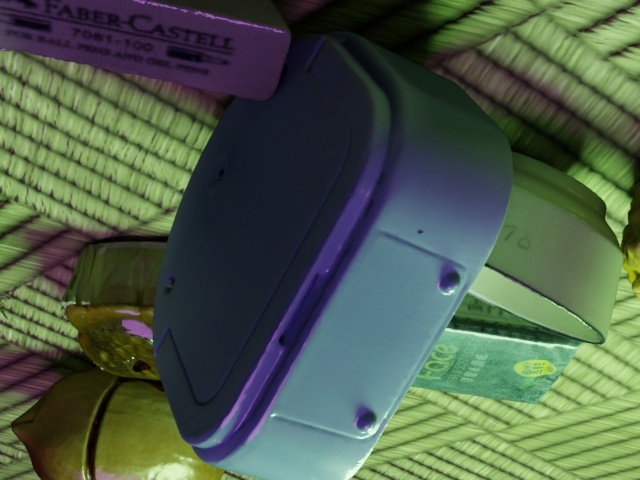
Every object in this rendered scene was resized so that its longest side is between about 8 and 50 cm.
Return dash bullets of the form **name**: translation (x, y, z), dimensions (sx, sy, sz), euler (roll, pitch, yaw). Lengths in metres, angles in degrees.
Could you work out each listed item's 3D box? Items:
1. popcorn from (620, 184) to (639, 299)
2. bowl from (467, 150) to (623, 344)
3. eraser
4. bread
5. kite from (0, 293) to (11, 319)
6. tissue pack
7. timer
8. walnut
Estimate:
- **popcorn**: translation (0.357, -0.006, 1.468), dimensions (0.140, 0.163, 0.194), euler (20, -174, 15)
- **bowl**: translation (0.193, -0.005, 1.462), dimensions (0.238, 0.126, 0.238), euler (28, 175, 2)
- **eraser**: translation (-0.200, -0.207, 1.284), dimensions (0.353, 0.077, 0.111), euler (12, 151, -7)
- **bread**: translation (-0.190, 0.093, 1.784), dimensions (0.192, 0.109, 0.210), euler (3, 151, 9)
- **kite**: translation (-0.414, 0.080, 1.918), dimensions (0.044, 0.002, 0.078), euler (12, 150, -8)
- **tissue pack**: translation (0.155, 0.111, 1.769), dimensions (0.257, 0.081, 0.185), euler (9, 151, -6)
- **timer**: translation (0.000, 0.000, 1.348), dimensions (0.173, 0.395, 0.395), euler (20, 148, -25)
- **walnut**: translation (-0.266, 0.274, 2.036), dimensions (0.298, 0.203, 0.203), euler (6, 152, -14)
